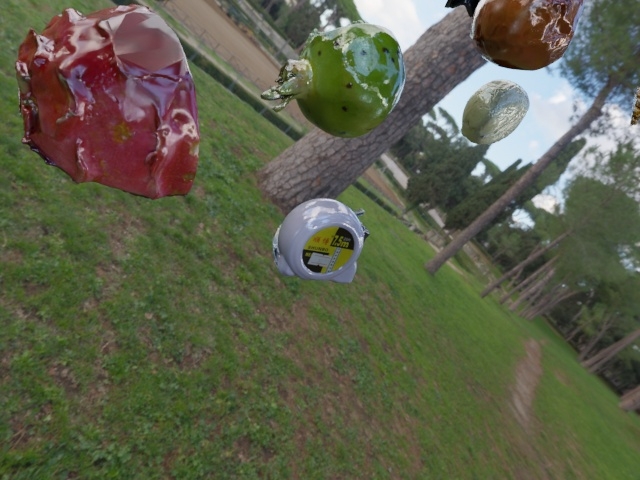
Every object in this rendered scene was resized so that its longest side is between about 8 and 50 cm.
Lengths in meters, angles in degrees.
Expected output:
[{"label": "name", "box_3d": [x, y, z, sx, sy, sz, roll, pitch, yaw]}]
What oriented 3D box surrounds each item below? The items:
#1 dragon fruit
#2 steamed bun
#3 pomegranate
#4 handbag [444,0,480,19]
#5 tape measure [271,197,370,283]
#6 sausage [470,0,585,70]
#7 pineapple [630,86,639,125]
[{"label": "dragon fruit", "box_3d": [-0.243, -0.184, 0.467, 0.261, 0.189, 0.163, 61, 20, 13]}, {"label": "steamed bun", "box_3d": [0.326, -0.249, 0.761, 0.090, 0.130, 0.112, 56, -19, 26]}, {"label": "pomegranate", "box_3d": [0.035, -0.348, 0.888, 0.260, 0.341, 0.260, 45, -33, 41]}, {"label": "handbag", "box_3d": [0.390, -0.688, 0.852, 0.119, 0.325, 0.269, 25, -10, 3]}, {"label": "tape measure", "box_3d": [0.004, -0.003, 0.832, 0.196, 0.178, 0.105, 14, 25, -30]}, {"label": "sausage", "box_3d": [0.285, -0.316, 0.579, 0.133, 0.133, 0.258, 46, 33, -9]}, {"label": "pineapple", "box_3d": [0.537, -0.234, 0.672, 0.019, 0.083, 0.045, 15, -37, 33]}]
